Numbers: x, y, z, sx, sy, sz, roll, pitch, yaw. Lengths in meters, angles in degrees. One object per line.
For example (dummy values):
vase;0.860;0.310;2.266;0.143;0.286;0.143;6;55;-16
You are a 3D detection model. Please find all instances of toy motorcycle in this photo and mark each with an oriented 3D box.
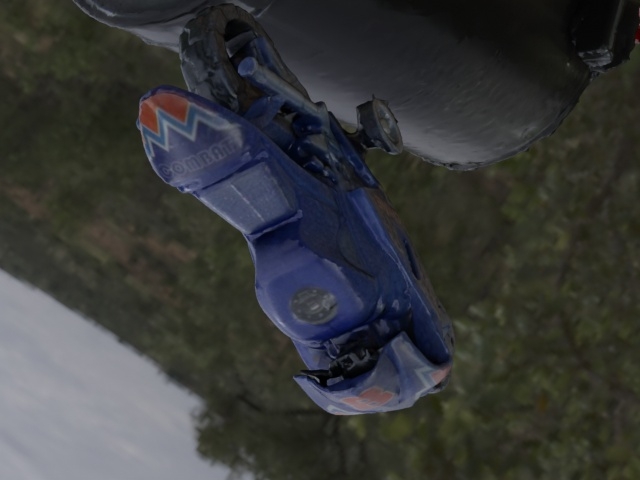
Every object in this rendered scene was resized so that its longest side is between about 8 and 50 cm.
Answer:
toy motorcycle;0.000;0.000;0.547;0.205;0.076;0.114;56;-156;-24

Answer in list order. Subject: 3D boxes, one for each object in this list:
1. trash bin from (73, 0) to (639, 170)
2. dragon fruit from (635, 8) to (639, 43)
trash bin;0.018;-0.174;0.784;0.252;0.203;0.301;13;176;41
dragon fruit;0.338;-0.322;1.393;0.307;0.243;0.227;2;-140;-23
